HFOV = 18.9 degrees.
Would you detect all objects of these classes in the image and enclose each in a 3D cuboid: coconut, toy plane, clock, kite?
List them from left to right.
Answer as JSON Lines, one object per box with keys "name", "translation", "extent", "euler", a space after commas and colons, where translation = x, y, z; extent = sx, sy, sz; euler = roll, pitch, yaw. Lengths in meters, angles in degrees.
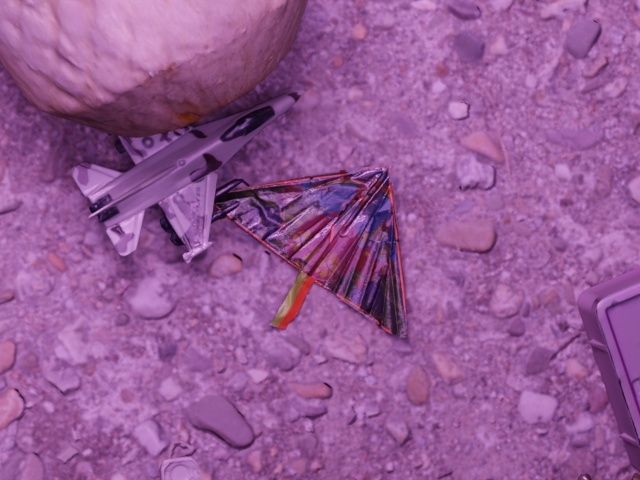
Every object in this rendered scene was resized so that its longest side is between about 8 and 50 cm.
{"name": "coconut", "translation": [-0.159, -0.260, 1.590], "extent": [0.329, 0.329, 0.329], "euler": [-2, 98, -12]}
{"name": "toy plane", "translation": [-0.119, -0.072, 1.731], "extent": [0.234, 0.082, 0.160], "euler": [-32, 93, -22]}
{"name": "kite", "translation": [0.000, 0.000, 1.794], "extent": [0.241, 0.014, 0.183], "euler": [31, 93, -15]}
{"name": "clock", "translation": [0.346, 0.119, 1.861], "extent": [0.150, 0.063, 0.197], "euler": [-22, 102, -9]}

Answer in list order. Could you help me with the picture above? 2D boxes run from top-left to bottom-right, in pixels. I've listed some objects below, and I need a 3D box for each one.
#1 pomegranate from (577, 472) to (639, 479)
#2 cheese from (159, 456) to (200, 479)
{"name": "pomegranate", "translation": [0.247, 0.395, 1.792], "extent": [0.291, 0.291, 0.323], "euler": [-14, 74, -10]}
{"name": "cheese", "translation": [-0.123, 0.325, 1.790], "extent": [0.127, 0.054, 0.251], "euler": [-6, 99, -15]}
